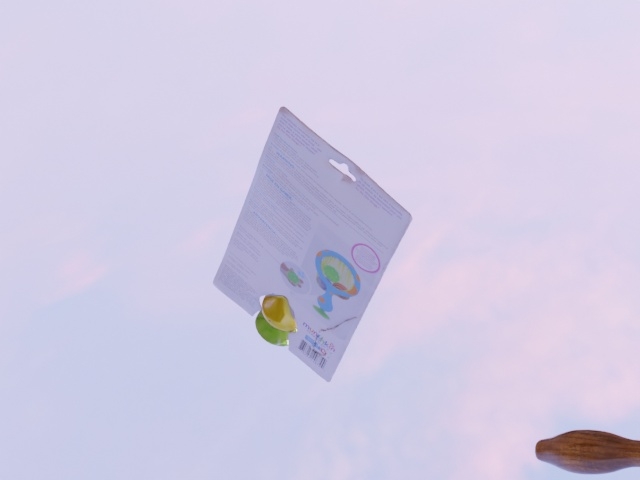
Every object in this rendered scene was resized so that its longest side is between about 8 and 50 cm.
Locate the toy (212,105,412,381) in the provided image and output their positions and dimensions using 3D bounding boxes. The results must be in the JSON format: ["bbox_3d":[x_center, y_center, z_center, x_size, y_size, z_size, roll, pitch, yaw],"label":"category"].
[{"bbox_3d":[0.000,0.000,1.433,0.137,0.237,0.056,40,-132,13],"label":"toy"}]

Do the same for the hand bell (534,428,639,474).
[{"bbox_3d":[0.280,0.178,1.454,0.242,0.126,0.126,-6,-152,42],"label":"hand bell"}]
